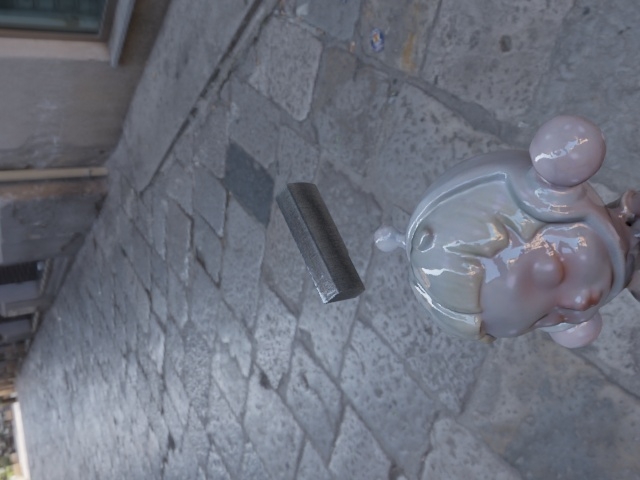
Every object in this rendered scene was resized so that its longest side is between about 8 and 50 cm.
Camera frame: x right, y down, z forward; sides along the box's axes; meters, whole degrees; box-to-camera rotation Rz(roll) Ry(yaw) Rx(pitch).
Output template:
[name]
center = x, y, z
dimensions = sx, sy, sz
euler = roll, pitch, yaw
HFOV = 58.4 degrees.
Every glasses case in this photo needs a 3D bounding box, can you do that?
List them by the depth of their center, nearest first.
[glasses case]
center = 0.000, 0.000, 0.929
dimensions = 0.047, 0.070, 0.205
euler = -45, 62, 40

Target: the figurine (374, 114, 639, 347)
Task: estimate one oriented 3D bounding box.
[figurine]
center = 0.161, -0.011, 0.365
dimensions = 0.182, 0.256, 0.145
euler = 56, -155, -70
